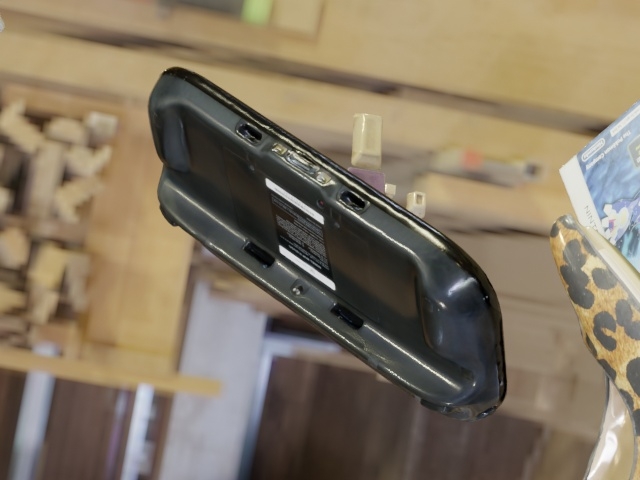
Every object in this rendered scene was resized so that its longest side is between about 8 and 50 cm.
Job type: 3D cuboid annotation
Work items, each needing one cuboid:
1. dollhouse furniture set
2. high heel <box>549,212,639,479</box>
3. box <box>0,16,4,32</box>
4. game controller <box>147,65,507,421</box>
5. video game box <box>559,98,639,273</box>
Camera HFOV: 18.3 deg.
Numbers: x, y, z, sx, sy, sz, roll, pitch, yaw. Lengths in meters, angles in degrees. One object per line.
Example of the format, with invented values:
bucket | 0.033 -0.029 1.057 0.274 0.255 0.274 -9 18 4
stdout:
dollhouse furniture set | 0.064 -0.072 2.142 0.081 0.091 0.114 120 156 -61
high heel | 0.145 0.128 1.148 0.261 0.186 0.093 58 -169 -12
box | -0.327 -0.191 1.623 0.087 0.102 0.101 -51 -10 -15
game controller | 0.000 0.000 1.351 0.067 0.319 0.166 -35 -36 -31
video game box | 0.290 -0.032 1.539 0.205 0.048 0.187 -44 54 40
